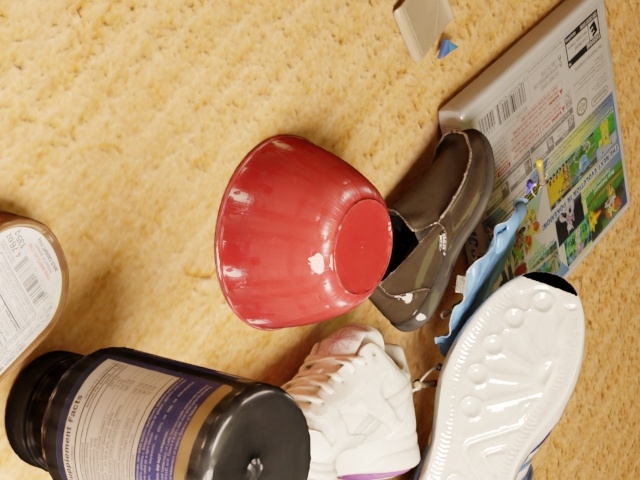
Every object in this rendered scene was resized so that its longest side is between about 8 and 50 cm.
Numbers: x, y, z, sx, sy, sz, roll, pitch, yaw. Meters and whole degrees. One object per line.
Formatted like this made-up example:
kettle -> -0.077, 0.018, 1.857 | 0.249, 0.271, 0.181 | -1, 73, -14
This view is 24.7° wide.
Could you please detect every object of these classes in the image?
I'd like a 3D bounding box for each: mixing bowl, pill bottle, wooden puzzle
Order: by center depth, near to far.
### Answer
pill bottle -> -0.125, 0.146, 1.079 | 0.123, 0.219, 0.123 | -15, 110, -50
mixing bowl -> 0.000, 0.000, 1.313 | 0.181, 0.098, 0.181 | -15, 110, -49
wooden puzzle -> 0.102, -0.227, 1.466 | 0.078, 0.014, 0.116 | -45, 131, -32

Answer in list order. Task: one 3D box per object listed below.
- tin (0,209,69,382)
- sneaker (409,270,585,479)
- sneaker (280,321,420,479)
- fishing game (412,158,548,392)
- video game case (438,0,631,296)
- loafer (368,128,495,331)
tin -> -0.254, 0.057, 1.046 | 0.190, 0.040, 0.106 | -49, 129, -34
sneaker -> 0.176, 0.196, 1.540 | 0.236, 0.130, 0.323 | 63, 48, -80
sneaker -> -0.007, 0.151, 1.346 | 0.305, 0.114, 0.152 | 5, 86, -61
fishing game -> 0.159, 0.034, 1.503 | 0.264, 0.041, 0.189 | -62, 167, 3
video game case -> 0.256, -0.089, 1.680 | 0.329, 0.036, 0.300 | -42, 129, -40
loafer -> 0.105, -0.021, 1.455 | 0.078, 0.080, 0.220 | 29, 73, -27
